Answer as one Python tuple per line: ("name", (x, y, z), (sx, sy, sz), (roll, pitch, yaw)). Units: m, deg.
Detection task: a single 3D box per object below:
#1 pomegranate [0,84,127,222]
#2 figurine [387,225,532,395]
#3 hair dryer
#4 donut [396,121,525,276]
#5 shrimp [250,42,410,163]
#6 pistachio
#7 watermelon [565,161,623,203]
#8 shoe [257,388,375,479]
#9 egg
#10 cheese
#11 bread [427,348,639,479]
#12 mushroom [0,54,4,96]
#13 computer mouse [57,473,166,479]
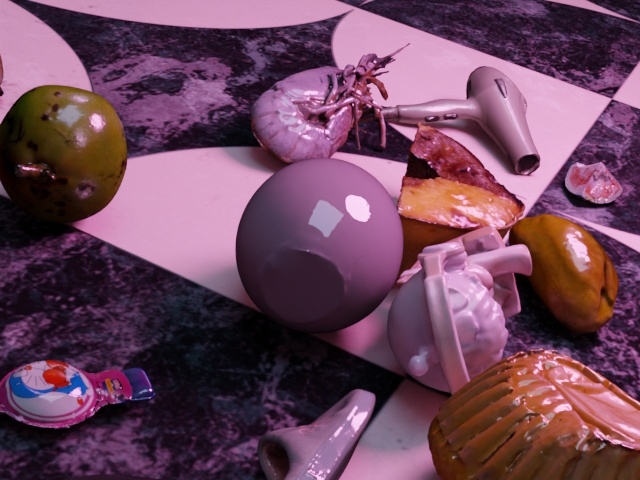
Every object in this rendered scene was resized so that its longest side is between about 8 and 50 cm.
("pomegranate", (-0.300, -0.103, 1.311), (0.156, 0.156, 0.220), (0, 13, -21))
("figurine", (0.143, 0.075, 1.175), (0.141, 0.162, 0.237), (-11, 13, 17))
("hair dryer", (0.231, -0.167, 1.708), (0.225, 0.088, 0.219), (-21, 47, -25))
("donut", (0.159, -0.032, 1.402), (0.151, 0.112, 0.295), (21, 29, -1))
("shrimp", (0.031, -0.195, 1.619), (0.145, 0.116, 0.343), (28, 40, 22))
("pistachio", (0.288, 0.026, 1.360), (0.100, 0.110, 0.189), (-24, 37, 0))
("watermelon", (0.385, -0.091, 1.636), (0.085, 0.061, 0.085), (12, 39, -10))
("shoe", (-0.016, 0.184, 0.998), (0.078, 0.079, 0.195), (26, 36, 7))
("egg", (0.000, 0.000, 1.218), (0.176, 0.176, 0.232), (12, 23, -2))
("cheese", (-0.224, 0.137, 1.036), (0.145, 0.038, 0.095), (-3, 34, -24))
("bread", (0.208, 0.189, 0.998), (0.240, 0.139, 0.240), (18, 17, -6))
("mushroom", (-0.537, -0.264, 1.460), (0.267, 0.164, 0.189), (0, 34, -22))
("computer mouse", (-0.135, 0.263, 0.801), (0.170, 0.100, 0.269), (-4, 35, -32))
